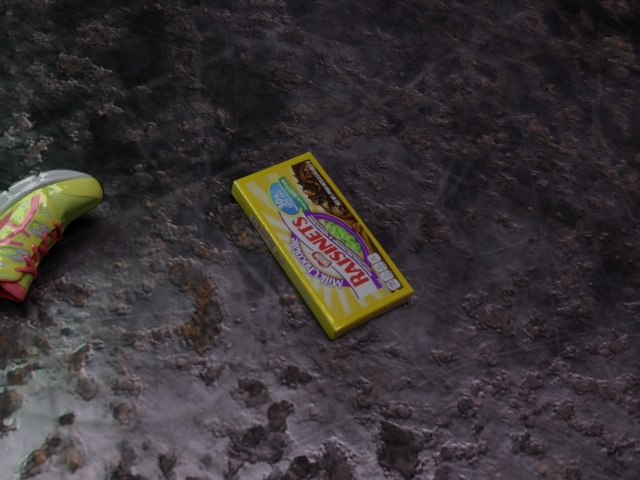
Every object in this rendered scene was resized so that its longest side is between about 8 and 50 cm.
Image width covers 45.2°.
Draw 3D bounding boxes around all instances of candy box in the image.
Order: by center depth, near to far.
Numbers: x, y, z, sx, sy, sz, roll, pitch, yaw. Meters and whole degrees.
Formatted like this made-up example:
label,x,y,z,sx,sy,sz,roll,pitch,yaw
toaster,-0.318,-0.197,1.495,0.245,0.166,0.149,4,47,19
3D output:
label,x,y,z,sx,sy,sz,roll,pitch,yaw
candy box,0.000,0.000,0.826,0.105,0.027,0.206,-25,67,-25

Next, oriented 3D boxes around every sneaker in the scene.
label,x,y,z,sx,sy,sz,roll,pitch,yaw
sneaker,-0.285,0.011,0.714,0.208,0.081,0.094,-35,78,-25
